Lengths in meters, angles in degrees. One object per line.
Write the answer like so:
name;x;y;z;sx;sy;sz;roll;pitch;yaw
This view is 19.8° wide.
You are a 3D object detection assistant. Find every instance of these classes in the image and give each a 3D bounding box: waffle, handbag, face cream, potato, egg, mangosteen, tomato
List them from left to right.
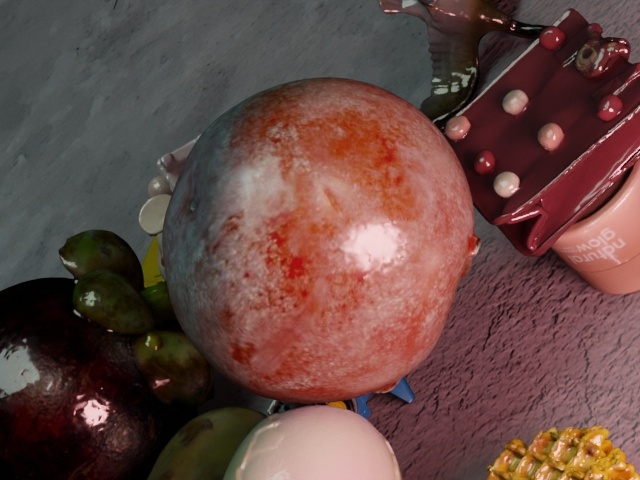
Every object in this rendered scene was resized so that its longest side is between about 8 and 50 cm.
mangosteen;-0.279;0.167;2.085;0.330;0.330;0.330;-33;35;26
potato;-0.121;0.289;1.907;0.165;0.165;0.262;-4;48;50
egg;-0.009;0.275;1.754;0.183;0.183;0.217;-27;50;34
tomato;0.000;0.000;1.762;0.317;0.283;0.316;-42;38;45
waffle;0.198;0.253;1.613;0.193;0.070;0.197;-41;32;13
handbag;0.222;-0.109;1.767;0.216;0.074;0.203;-45;33;10
face cream;0.284;-0.036;1.781;0.149;0.104;0.149;-33;35;27

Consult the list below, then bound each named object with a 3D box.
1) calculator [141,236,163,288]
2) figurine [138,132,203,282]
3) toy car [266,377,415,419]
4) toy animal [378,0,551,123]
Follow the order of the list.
calculator;-0.174;0.004;2.398;0.146;0.032;0.235;-16;43;43
figurine;-0.142;-0.010;2.185;0.144;0.182;0.256;-52;-10;-19
toy car;0.035;0.145;1.910;0.191;0.100;0.097;-54;31;-2
toy animal;0.171;-0.251;2.143;0.197;0.160;0.272;-1;63;50
